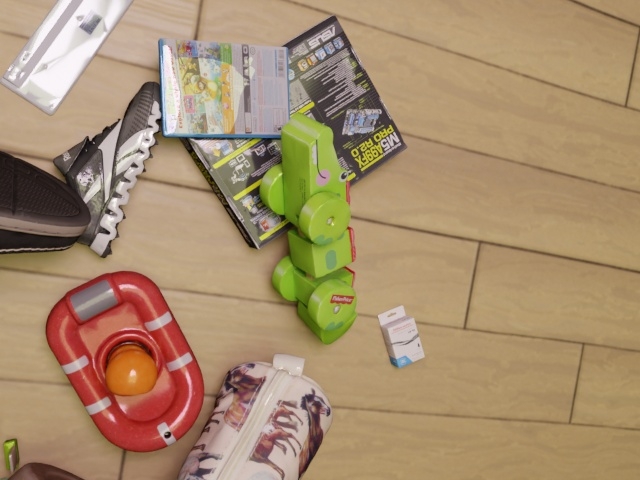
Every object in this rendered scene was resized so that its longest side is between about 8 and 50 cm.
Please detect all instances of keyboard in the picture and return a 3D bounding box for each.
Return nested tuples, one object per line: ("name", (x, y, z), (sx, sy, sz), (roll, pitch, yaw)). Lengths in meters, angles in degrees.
("keyboard", (-0.303, -0.285, 0.794), (0.072, 0.014, 0.256), (35, 82, -23))

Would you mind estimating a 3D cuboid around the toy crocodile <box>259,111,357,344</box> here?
("toy crocodile", (0.000, 0.000, 0.810), (0.105, 0.115, 0.341), (-24, 126, -29))

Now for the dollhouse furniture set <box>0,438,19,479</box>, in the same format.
("dollhouse furniture set", (-0.414, 0.296, 0.767), (0.076, 0.058, 0.152), (-7, 96, -18))

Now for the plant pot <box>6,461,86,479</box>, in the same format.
("plant pot", (-0.341, 0.392, 0.708), (0.263, 0.263, 0.229), (36, 73, -18))

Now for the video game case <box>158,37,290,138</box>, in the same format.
("video game case", (-0.119, -0.191, 0.792), (0.166, 0.015, 0.119), (-3, 95, -23))

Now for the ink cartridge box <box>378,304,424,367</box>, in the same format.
("ink cartridge box", (0.125, 0.148, 0.962), (0.048, 0.028, 0.083), (-20, 100, -17))

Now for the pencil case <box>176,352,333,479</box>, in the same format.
("pencil case", (-0.122, 0.324, 0.725), (0.159, 0.184, 0.410), (27, 44, 5))

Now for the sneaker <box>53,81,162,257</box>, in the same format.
("sneaker", (-0.273, -0.102, 0.780), (0.106, 0.078, 0.235), (23, 88, -22))

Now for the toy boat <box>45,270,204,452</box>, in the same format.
("toy boat", (-0.236, 0.158, 0.771), (0.150, 0.151, 0.231), (-28, 102, -15))

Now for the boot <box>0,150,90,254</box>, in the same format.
("boot", (-0.467, 0.036, 0.658), (0.377, 0.138, 0.284), (5, 123, -41))

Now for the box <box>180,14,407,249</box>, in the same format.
("box", (-0.041, -0.150, 0.868), (0.270, 0.060, 0.216), (-36, 105, -13))
